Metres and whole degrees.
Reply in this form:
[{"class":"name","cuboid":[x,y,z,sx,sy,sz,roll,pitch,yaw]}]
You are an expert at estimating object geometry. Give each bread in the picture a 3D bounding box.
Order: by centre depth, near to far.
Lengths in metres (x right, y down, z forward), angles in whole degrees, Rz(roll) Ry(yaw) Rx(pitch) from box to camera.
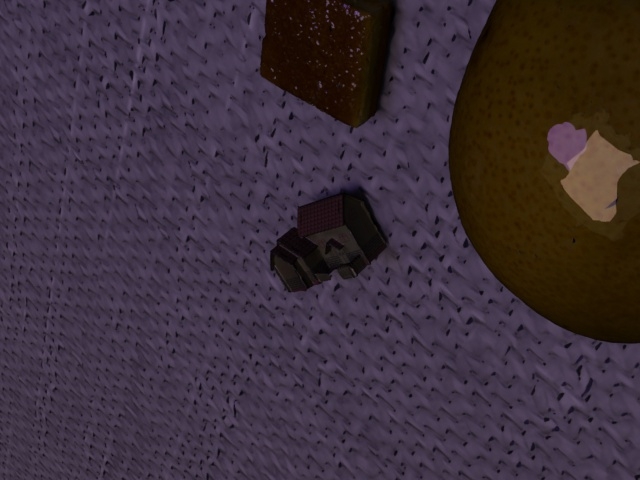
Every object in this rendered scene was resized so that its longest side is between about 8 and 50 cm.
[{"class":"bread","cuboid":[0.003,-0.137,0.765,0.090,0.035,0.094,32,138,25]}]

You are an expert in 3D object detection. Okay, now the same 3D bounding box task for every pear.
[{"class":"pear","cuboid":[0.162,-0.057,0.523,0.209,0.209,0.209,27,136,30]}]

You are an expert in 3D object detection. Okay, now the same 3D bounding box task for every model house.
[{"class":"model house","cuboid":[0.000,0.000,0.861,0.083,0.057,0.058,-13,113,52]}]
